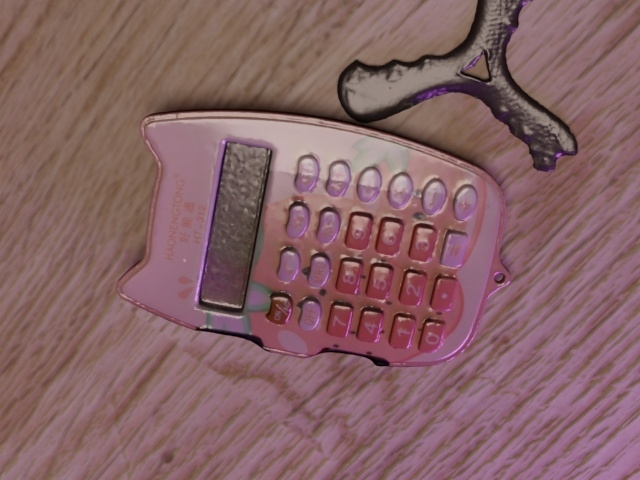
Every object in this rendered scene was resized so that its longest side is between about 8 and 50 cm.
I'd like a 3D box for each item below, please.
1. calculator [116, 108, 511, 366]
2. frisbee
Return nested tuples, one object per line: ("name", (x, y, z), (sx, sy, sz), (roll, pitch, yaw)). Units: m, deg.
("calculator", (0.000, 0.000, 1.105), (0.329, 0.048, 0.220), (12, 111, 0))
("frisbee", (0.142, -0.131, 1.051), (0.187, 0.012, 0.211), (42, 109, -10))
